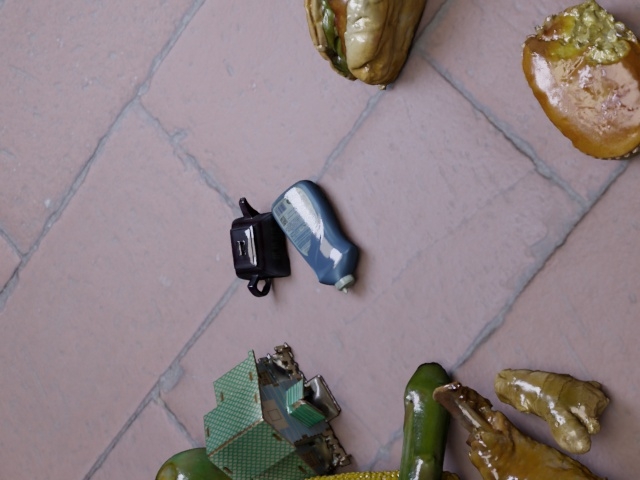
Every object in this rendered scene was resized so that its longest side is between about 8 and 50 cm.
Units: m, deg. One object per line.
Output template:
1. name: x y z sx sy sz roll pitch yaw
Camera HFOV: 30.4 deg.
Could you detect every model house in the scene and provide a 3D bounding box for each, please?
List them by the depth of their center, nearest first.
1. model house: -0.086 0.312 1.994 0.178 0.206 0.271 -34 75 25

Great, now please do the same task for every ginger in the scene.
1. ginger: 0.362 0.241 1.812 0.205 0.081 0.115 36 90 43

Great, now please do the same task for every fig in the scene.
1. fig: -0.208 0.454 2.088 0.181 0.191 0.181 -29 42 30

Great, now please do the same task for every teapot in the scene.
1. teapot: -0.118 0.012 2.068 0.087 0.096 0.177 -8 88 29

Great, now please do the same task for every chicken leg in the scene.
1. chicken leg: 0.293 0.403 1.809 0.409 0.182 0.295 49 134 15

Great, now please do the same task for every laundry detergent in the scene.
1. laundry detergent: 0.000 0.000 2.023 0.097 0.061 0.206 -37 74 17

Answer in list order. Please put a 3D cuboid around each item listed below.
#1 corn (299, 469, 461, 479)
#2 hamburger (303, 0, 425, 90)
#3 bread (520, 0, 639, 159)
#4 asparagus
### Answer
1. corn: 0.081 0.426 1.925 0.305 0.106 0.106 -10 86 8
2. hamburger: 0.069 -0.424 1.896 0.162 0.209 0.330 24 100 26
3. bread: 0.414 -0.234 1.753 0.179 0.133 0.250 -39 72 28
4. asparagus: 0.160 0.356 1.858 0.082 0.085 0.343 12 57 -5
